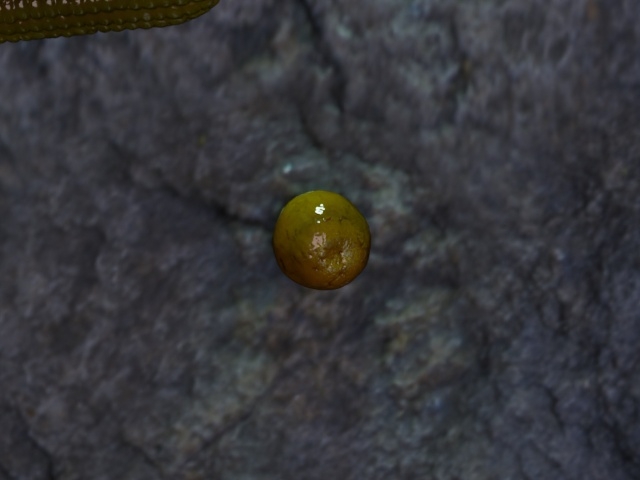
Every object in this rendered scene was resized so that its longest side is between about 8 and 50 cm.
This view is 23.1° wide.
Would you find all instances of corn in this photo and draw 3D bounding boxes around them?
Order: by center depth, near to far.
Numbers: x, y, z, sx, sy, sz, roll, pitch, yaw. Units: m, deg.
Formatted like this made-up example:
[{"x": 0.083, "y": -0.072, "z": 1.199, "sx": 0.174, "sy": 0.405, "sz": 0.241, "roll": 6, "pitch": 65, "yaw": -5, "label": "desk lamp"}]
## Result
[{"x": -0.200, "y": -0.205, "z": 1.156, "sx": 0.322, "sy": 0.119, "sz": 0.119, "roll": -6, "pitch": 107, "yaw": -2, "label": "corn"}]

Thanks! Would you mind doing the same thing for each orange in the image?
[{"x": 0.000, "y": 0.000, "z": 1.274, "sx": 0.083, "sy": 0.070, "sz": 0.083, "roll": -8, "pitch": 111, "yaw": -21, "label": "orange"}]
